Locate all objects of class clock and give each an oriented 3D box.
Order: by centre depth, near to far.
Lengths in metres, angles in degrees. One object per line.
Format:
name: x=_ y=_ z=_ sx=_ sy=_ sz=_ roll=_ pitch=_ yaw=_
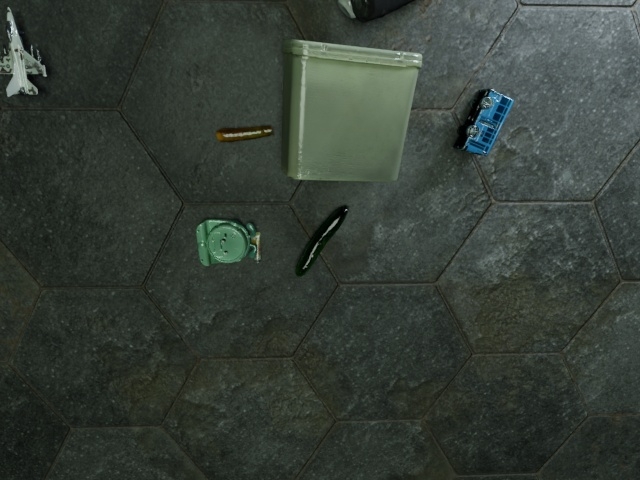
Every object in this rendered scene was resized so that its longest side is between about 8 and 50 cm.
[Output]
clock: x=-0.297 y=0.003 z=1.340 sx=0.188 sy=0.060 sz=0.148 roll=-4 pitch=108 yaw=1

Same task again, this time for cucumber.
cucumber: x=0.000 y=0.000 z=1.359 sx=0.056 sy=0.056 sz=0.284 roll=33 pitch=99 yaw=-12

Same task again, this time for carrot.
carrot: x=-0.225 y=-0.322 z=1.254 sx=0.170 sy=0.042 sz=0.042 roll=-8 pitch=108 yaw=-2

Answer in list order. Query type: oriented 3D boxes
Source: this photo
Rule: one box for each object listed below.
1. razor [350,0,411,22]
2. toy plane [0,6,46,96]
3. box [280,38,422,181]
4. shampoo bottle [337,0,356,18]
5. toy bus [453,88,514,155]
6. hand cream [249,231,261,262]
razor: x=0.217 y=-0.696 z=1.064 sx=0.326 sy=0.107 sz=0.189 roll=-27 pitch=132 yaw=-14
toy plane: x=-0.830 y=-0.505 z=1.157 sx=0.159 sy=0.082 sz=0.234 roll=3 pitch=93 yaw=7
box: x=0.068 y=-0.347 z=1.151 sx=0.351 sy=0.177 sz=0.344 roll=-1 pitch=112 yaw=-17
shampoo bottle: x=0.133 y=-0.696 z=1.132 sx=0.192 sy=0.074 sz=0.074 roll=-44 pitch=104 yaw=9
toy bus: x=0.484 y=-0.346 z=1.251 sx=0.106 sy=0.090 sz=0.185 roll=19 pitch=106 yaw=-10
hand cream: x=-0.211 y=0.023 z=1.375 sx=0.035 sy=0.022 sz=0.102 roll=-2 pitch=104 yaw=6
